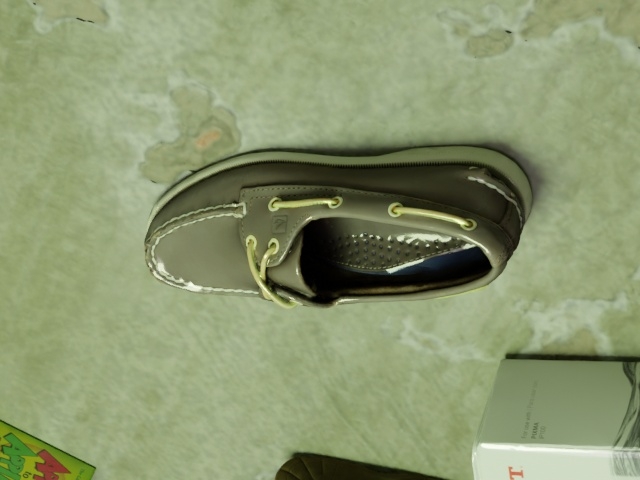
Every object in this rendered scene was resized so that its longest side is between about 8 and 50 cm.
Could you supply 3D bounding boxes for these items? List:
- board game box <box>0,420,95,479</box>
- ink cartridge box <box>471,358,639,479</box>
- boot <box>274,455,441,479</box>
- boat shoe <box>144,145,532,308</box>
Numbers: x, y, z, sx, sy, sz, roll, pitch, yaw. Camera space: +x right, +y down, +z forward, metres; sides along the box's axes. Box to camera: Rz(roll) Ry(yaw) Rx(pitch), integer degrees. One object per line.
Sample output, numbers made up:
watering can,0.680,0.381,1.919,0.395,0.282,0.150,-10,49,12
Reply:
board game box,-0.310,0.213,1.686,0.181,0.092,0.043,27,129,-3
ink cartridge box,0.280,0.207,1.472,0.283,0.117,0.207,1,127,17
boot,0.060,0.288,1.634,0.213,0.077,0.165,14,129,14
boat shoe,0.000,0.000,1.418,0.324,0.097,0.117,-5,125,21
